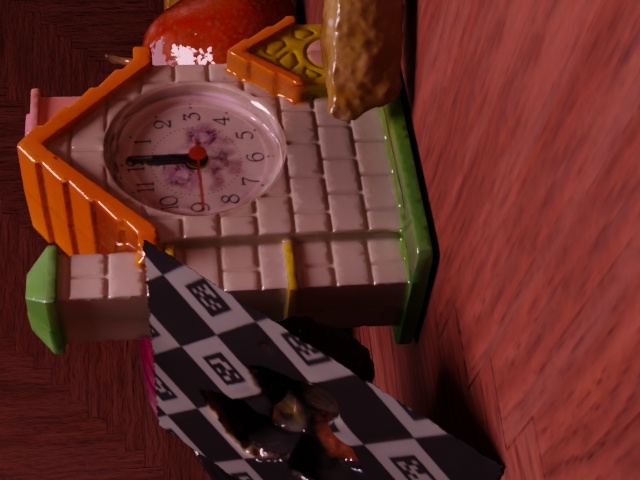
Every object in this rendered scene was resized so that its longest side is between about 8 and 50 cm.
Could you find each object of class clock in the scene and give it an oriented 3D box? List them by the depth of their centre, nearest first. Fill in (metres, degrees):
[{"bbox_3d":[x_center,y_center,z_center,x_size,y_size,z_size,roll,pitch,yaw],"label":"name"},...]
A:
[{"bbox_3d":[-0.070,-0.040,0.771,0.106,0.255,0.220,98,167,-52],"label":"clock"}]

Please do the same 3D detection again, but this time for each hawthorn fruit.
[{"bbox_3d":[-0.133,-0.205,1.307,0.196,0.225,0.196,179,90,-90],"label":"hawthorn fruit"}]

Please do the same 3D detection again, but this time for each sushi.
[{"bbox_3d":[0.000,0.106,0.697,0.047,0.231,0.219,-48,-20,-32],"label":"sushi"}]

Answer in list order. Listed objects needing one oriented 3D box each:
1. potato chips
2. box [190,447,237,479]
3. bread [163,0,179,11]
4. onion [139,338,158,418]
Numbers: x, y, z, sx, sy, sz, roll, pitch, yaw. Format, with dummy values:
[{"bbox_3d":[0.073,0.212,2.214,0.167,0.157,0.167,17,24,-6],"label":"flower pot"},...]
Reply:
[{"bbox_3d":[0.035,-0.266,0.653,0.080,0.057,0.407,-100,11,-55],"label":"potato chips"},{"bbox_3d":[-0.054,0.244,1.138,0.211,0.058,0.350,54,173,-4],"label":"box"},{"bbox_3d":[-0.160,-0.335,1.668,0.328,0.148,0.337,105,160,-53],"label":"bread"},{"bbox_3d":[-0.102,0.050,1.078,0.250,0.111,0.247,-58,5,-27],"label":"onion"}]
